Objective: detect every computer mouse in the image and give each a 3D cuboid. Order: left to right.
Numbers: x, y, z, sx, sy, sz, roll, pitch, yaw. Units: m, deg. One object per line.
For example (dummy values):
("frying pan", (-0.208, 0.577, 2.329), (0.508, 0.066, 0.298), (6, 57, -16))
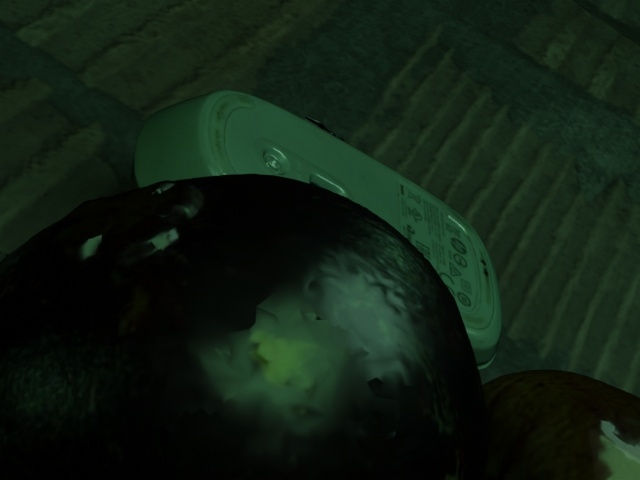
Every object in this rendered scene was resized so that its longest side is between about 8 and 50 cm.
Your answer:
("computer mouse", (-0.004, 0.004, 0.968), (0.288, 0.097, 0.159), (29, 33, -23))

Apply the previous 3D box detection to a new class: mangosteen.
("mangosteen", (-0.050, 0.108, 0.684), (0.288, 0.288, 0.288), (20, 38, -16))

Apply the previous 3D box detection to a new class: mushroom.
("mushroom", (0.155, 0.197, 0.788), (0.254, 0.267, 0.267), (-18, 51, -6))
